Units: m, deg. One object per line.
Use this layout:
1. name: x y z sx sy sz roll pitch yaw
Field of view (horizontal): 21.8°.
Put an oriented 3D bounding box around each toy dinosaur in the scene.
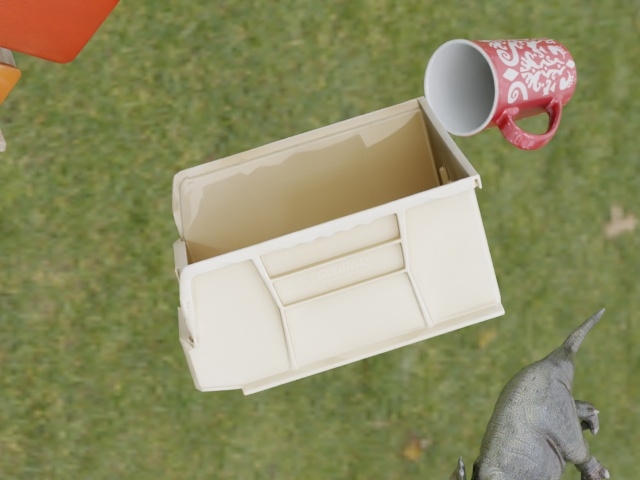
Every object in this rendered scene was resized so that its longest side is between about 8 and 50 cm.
1. toy dinosaur: 0.204 0.197 1.588 0.313 0.121 0.160 -54 134 -6

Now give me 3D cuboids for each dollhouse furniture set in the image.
1. dollhouse furniture set: -0.263 -0.188 1.232 0.259 0.262 0.135 11 38 -48

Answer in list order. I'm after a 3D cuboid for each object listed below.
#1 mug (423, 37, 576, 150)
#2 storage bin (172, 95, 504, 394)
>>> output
1. mug: 0.226 -0.174 1.991 0.169 0.113 0.150 -13 85 -44
2. storage bin: 0.000 0.000 1.413 0.260 0.262 0.123 -17 110 -1
